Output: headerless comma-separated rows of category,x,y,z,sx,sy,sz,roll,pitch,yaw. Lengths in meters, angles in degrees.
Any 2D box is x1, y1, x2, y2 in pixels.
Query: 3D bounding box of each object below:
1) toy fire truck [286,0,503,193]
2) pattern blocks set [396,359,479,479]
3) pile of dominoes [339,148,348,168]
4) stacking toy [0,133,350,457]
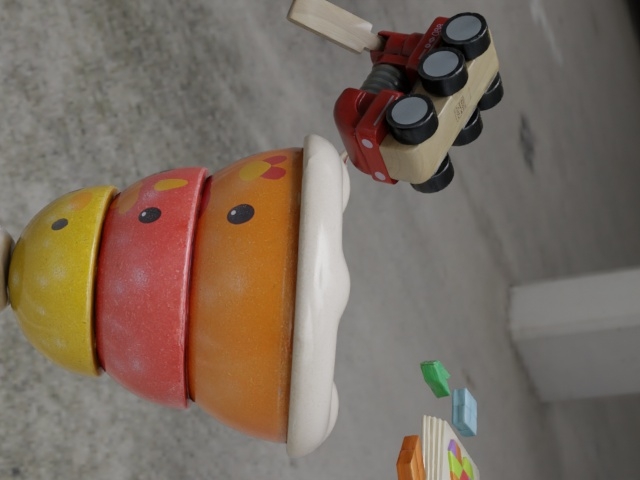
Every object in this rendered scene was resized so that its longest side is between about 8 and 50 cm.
toy fire truck,0.068,-0.199,1.542,0.217,0.246,0.158,-57,144,-26
pattern blocks set,0.143,0.296,1.373,0.285,0.026,0.324,40,45,-60
pile of dominoes,0.000,0.000,1.760,0.196,0.040,0.251,-58,169,-35
stacking toy,-0.212,0.049,1.365,0.350,0.480,0.350,-177,-90,-88
